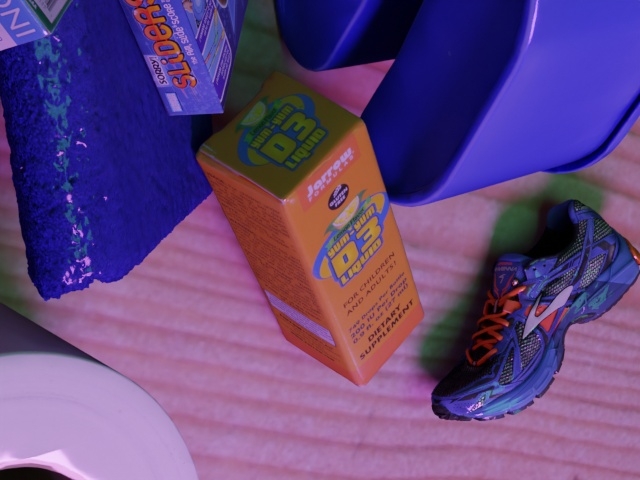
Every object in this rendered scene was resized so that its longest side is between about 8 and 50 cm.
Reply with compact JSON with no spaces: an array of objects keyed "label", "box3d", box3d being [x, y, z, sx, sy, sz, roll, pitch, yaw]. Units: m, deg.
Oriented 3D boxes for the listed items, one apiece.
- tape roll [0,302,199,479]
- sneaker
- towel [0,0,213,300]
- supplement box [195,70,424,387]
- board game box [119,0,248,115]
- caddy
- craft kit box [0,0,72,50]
[{"label":"tape roll","box3d":[-0.211,0.156,0.799,0.246,0.169,0.246,-10,107,-35]},{"label":"sneaker","box3d":[0.154,0.054,1.117,0.221,0.083,0.087,-47,112,-24]},{"label":"towel","box3d":[-0.132,-0.146,0.781,0.227,0.076,0.308,-52,138,-68]},{"label":"supplement box","box3d":[0.000,0.000,0.925,0.078,0.080,0.233,-47,146,-16]},{"label":"board game box","box3d":[-0.070,-0.189,0.803,0.136,0.035,0.201,71,22,-49]},{"label":"caddy","box3d":[0.112,-0.174,0.867,0.179,0.241,0.341,-21,158,-26]},{"label":"craft kit box","box3d":[-0.268,-0.168,0.625,0.250,0.247,0.061,57,34,-33]}]
